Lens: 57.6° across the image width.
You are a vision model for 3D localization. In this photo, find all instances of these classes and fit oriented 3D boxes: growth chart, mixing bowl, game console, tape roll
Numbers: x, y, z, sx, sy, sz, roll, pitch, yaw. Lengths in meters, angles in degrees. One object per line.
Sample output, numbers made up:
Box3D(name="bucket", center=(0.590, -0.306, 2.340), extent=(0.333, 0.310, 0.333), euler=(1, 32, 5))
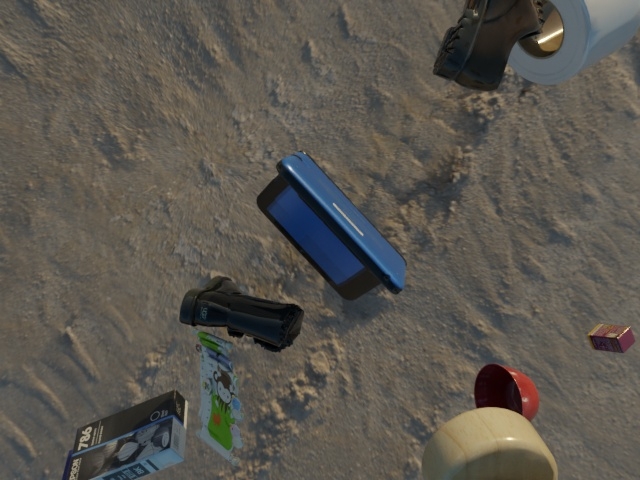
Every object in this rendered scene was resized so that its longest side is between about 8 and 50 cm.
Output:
Box3D(name="growth chart", center=(-0.195, 0.289, 1.101), extent=(0.021, 0.172, 0.237), euler=(-2, 90, -40))
Box3D(name="mixing bowl", center=(0.487, 0.402, 1.482), extent=(0.098, 0.181, 0.181), euler=(0, 98, -23))
Box3D(name="game console", center=(0.000, 0.000, 1.061), extent=(0.173, 0.250, 0.293), euler=(-43, 93, 16))
Box3D(name="tape roll", center=(0.508, -0.470, 1.212), extent=(0.169, 0.246, 0.246), euler=(-30, 102, -21))

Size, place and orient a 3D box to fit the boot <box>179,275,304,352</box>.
Box3D(name="boot", center=(-0.134, 0.141, 1.127), extent=(0.207, 0.246, 0.094), euler=(14, 93, 7))

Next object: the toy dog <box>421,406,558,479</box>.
Box3D(name="toy dog", center=(0.166, 0.268, 0.373), extent=(0.334, 0.220, 0.161), euler=(45, 106, -4))

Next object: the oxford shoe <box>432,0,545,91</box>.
Box3D(name="oxford shoe", center=(0.215, -0.276, 0.666), extent=(0.096, 0.083, 0.227), euler=(23, 94, -6))

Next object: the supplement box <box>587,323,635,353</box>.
Box3D(name="supplement box", center=(0.689, 0.232, 1.381), extent=(0.055, 0.083, 0.043), euler=(-30, 101, -25))

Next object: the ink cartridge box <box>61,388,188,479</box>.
Box3D(name="ink cartridge box", center=(-0.460, 0.469, 1.309), extent=(0.333, 0.165, 0.065), euler=(-25, 126, 7))
